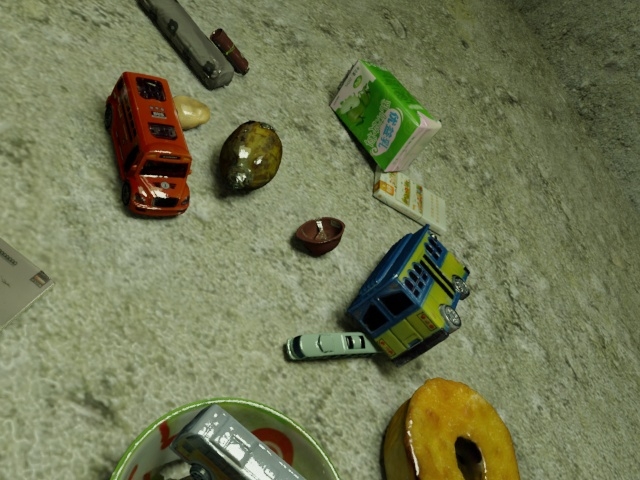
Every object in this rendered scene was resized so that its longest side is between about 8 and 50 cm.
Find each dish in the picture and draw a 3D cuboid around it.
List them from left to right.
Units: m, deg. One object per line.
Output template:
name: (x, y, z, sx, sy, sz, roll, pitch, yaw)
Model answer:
dish: (-0.123, 0.373, 0.659, 0.324, 0.124, 0.324, 21, 41, -20)

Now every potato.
potato: (-0.264, -0.259, 1.068, 0.083, 0.062, 0.068, -8, 92, -17)

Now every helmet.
helmet: (0.000, 0.000, 1.086, 0.089, 0.057, 0.111, 24, 39, 31)

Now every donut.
donut: (0.229, 0.400, 0.925, 0.303, 0.110, 0.303, 23, 45, -26)

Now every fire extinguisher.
fire extinguisher: (-0.204, -0.435, 1.242, 0.132, 0.039, 0.056, 46, 32, -49)

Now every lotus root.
lotus root: (-0.140, -0.163, 1.057, 0.120, 0.120, 0.209, 33, 42, -15)

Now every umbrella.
umbrella: (-0.318, -0.480, 1.192, 0.337, 0.067, 0.073, 51, 32, 7)

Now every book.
book: (-0.455, 0.075, 0.676, 0.127, 0.014, 0.182, 40, 50, -3)

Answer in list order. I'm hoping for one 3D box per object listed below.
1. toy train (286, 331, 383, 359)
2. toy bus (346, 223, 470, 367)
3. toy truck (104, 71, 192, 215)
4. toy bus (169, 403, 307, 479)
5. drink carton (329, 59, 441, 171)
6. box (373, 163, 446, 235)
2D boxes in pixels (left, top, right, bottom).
toy train: (0.029, 0.192, 0.969, 0.207, 0.047, 0.043, 6, 61, -38)
toy bus: (0.189, 0.101, 1.070, 0.175, 0.138, 0.287, 47, 32, -1)
toy truck: (-0.298, -0.169, 0.932, 0.107, 0.114, 0.253, 0, 58, -40)
toy bus: (-0.084, 0.276, 0.624, 0.190, 0.075, 0.064, 40, 39, 2)
drink carton: (0.163, -0.325, 1.364, 0.108, 0.161, 0.271, -12, 58, -45)
box: (0.235, -0.109, 1.375, 0.220, 0.032, 0.122, 29, 45, -20)
